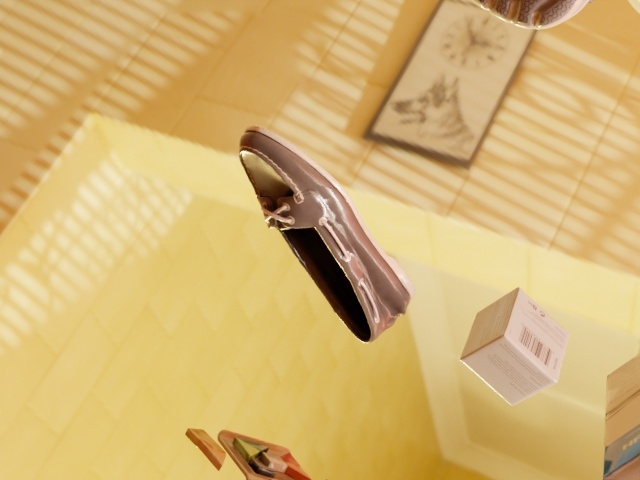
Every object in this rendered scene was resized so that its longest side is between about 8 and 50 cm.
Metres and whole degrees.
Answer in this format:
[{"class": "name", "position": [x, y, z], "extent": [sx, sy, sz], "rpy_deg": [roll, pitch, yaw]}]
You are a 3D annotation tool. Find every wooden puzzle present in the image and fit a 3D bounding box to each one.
[{"class": "wooden puzzle", "position": [-0.036, 0.163, 0.778], "extent": [0.116, 0.014, 0.078], "rpy_deg": [22, 11, -36]}]

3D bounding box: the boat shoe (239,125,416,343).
[{"class": "boat shoe", "position": [0.000, 0.000, 1.353], "extent": [0.335, 0.095, 0.112], "rpy_deg": [48, -24, -27]}]

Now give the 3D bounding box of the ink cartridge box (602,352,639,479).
[{"class": "ink cartridge box", "position": [0.239, 0.137, 0.610], "extent": [0.148, 0.086, 0.203], "rpy_deg": [51, 18, 3]}]

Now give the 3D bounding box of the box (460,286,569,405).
[{"class": "box", "position": [0.257, 0.140, 1.412], "extent": [0.101, 0.102, 0.087], "rpy_deg": [41, -48, -11]}]

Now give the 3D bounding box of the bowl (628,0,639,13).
[{"class": "bowl", "position": [0.495, -0.357, 1.469], "extent": [0.053, 0.142, 0.142], "rpy_deg": [60, 18, 18]}]

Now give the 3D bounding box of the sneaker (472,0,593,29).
[{"class": "sneaker", "position": [0.096, -0.250, 0.793], "extent": [0.281, 0.115, 0.105], "rpy_deg": [46, -55, 18]}]
